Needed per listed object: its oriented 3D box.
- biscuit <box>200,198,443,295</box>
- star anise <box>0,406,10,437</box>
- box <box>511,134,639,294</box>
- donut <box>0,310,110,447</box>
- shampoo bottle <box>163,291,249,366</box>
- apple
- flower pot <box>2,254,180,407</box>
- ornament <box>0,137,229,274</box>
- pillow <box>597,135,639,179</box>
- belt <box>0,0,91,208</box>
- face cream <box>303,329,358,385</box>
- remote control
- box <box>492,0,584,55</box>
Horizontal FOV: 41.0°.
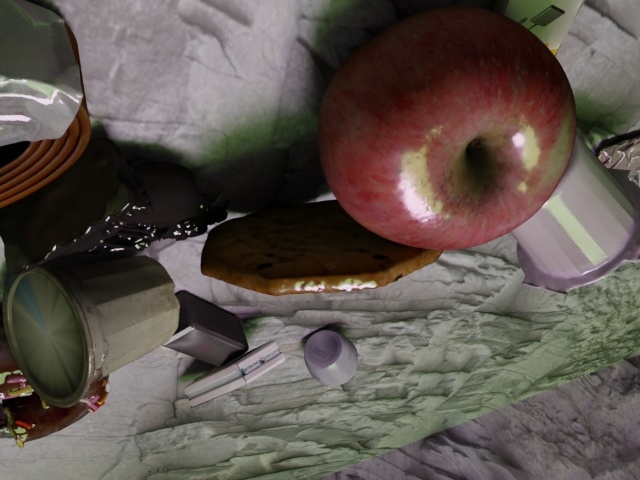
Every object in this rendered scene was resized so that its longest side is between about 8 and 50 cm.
[{"bbox_3d":[0.001,-0.001,1.229,0.359,0.359,0.046,-11,111,-23],"label":"biscuit"},{"bbox_3d":[-0.664,0.356,1.562,0.231,0.089,0.209,-11,145,-48],"label":"star anise"},{"bbox_3d":[0.407,-0.089,1.475,0.262,0.291,0.206,-28,130,25],"label":"box"},{"bbox_3d":[-0.476,0.226,1.418,0.259,0.136,0.345,-22,154,5],"label":"donut"},{"bbox_3d":[-0.212,0.172,1.592,0.080,0.079,0.246,-29,153,13],"label":"shampoo bottle"},{"bbox_3d":[0.154,-0.150,1.110,0.345,0.269,0.344,-12,122,-19],"label":"apple"},{"bbox_3d":[-0.328,0.119,1.271,0.202,0.212,0.212,-14,155,-49],"label":"flower pot"},{"bbox_3d":[-0.272,-0.030,1.177,0.251,0.106,0.260,-26,163,20],"label":"ornament"},{"bbox_3d":[0.579,-0.123,1.716,0.135,0.049,0.248,-20,156,-15],"label":"pillow"},{"bbox_3d":[-0.400,-0.120,0.879,0.339,0.122,0.217,-21,155,0],"label":"belt"},{"bbox_3d":[0.023,0.259,1.895,0.117,0.117,0.104,-26,146,5],"label":"face cream"},{"bbox_3d":[-0.180,0.269,1.726,0.103,0.055,0.277,-28,177,-36],"label":"remote control"},{"bbox_3d":[0.294,-0.324,1.142,0.129,0.033,0.247,-14,152,-17],"label":"box"}]
